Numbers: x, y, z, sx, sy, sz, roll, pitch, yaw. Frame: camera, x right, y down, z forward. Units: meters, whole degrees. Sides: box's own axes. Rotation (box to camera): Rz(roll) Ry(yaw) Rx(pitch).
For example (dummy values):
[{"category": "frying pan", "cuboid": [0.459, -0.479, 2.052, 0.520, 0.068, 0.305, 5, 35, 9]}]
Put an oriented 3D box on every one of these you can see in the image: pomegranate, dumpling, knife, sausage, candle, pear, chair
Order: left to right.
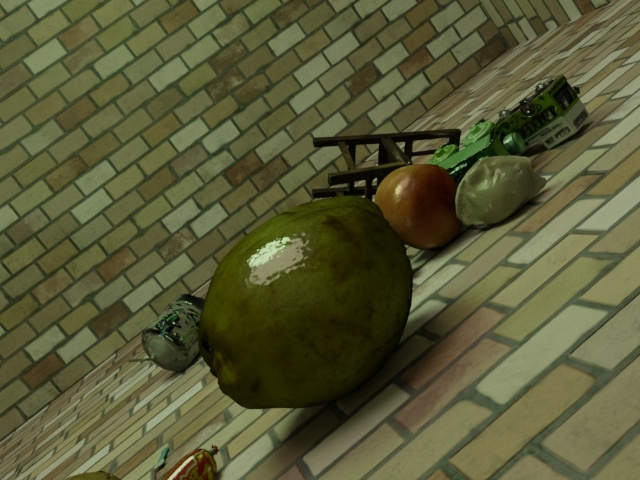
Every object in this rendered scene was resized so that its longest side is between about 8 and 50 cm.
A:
[{"category": "knife", "cuboid": [-0.349, 0.482, 1.588, 0.027, 0.010, 0.096, -37, 7, 2]}, {"category": "sausage", "cuboid": [-0.268, 0.452, 1.244, 0.264, 0.083, 0.083, -43, 12, -38]}, {"category": "candle", "cuboid": [-0.467, 0.314, 2.266, 0.187, 0.187, 0.330, -30, 13, 36]}, {"category": "pear", "cuboid": [-0.016, 0.112, 1.242, 0.413, 0.352, 0.352, -43, 11, -9]}, {"category": "chair", "cuboid": [0.202, -0.157, 1.895, 0.416, 0.203, 0.240, -5, 31, -9]}, {"category": "pomegranate", "cuboid": [0.232, -0.074, 1.630, 0.209, 0.209, 0.209, -35, 10, 7]}, {"category": "dumpling", "cuboid": [0.370, -0.111, 1.513, 0.199, 0.136, 0.118, -24, 5, 11]}]

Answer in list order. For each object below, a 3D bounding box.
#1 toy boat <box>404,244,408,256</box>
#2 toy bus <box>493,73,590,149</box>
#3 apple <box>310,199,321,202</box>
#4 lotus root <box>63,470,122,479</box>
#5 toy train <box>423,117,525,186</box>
[{"category": "toy boat", "cuboid": [0.111, 0.080, 1.630, 0.238, 0.109, 0.098, -32, 30, 41]}, {"category": "toy bus", "cuboid": [0.519, -0.284, 1.803, 0.113, 0.139, 0.302, -42, 3, -32]}, {"category": "apple", "cuboid": [0.000, 0.000, 2.015, 0.201, 0.218, 0.218, -21, 12, 8]}, {"category": "lotus root", "cuboid": [-0.440, 0.517, 1.356, 0.284, 0.146, 0.160, -34, 27, 56]}, {"category": "toy train", "cuboid": [0.367, -0.170, 1.750, 0.272, 0.159, 0.188, -28, 21, 36]}]
